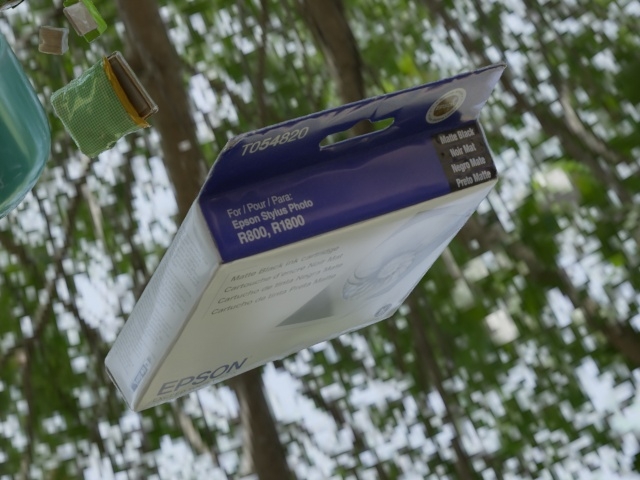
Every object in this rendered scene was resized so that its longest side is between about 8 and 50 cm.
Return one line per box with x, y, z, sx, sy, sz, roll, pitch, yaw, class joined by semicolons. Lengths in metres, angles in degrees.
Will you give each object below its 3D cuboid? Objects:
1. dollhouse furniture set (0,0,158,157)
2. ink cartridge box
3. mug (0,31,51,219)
-0.195;-0.134;1.408;0.076;0.058;0.152;-32;-84;21;dollhouse furniture set
0.000;0.000;1.116;0.223;0.045;0.224;-18;-26;-36;ink cartridge box
-0.239;-0.069;1.180;0.129;0.158;0.097;-25;-57;1;mug
